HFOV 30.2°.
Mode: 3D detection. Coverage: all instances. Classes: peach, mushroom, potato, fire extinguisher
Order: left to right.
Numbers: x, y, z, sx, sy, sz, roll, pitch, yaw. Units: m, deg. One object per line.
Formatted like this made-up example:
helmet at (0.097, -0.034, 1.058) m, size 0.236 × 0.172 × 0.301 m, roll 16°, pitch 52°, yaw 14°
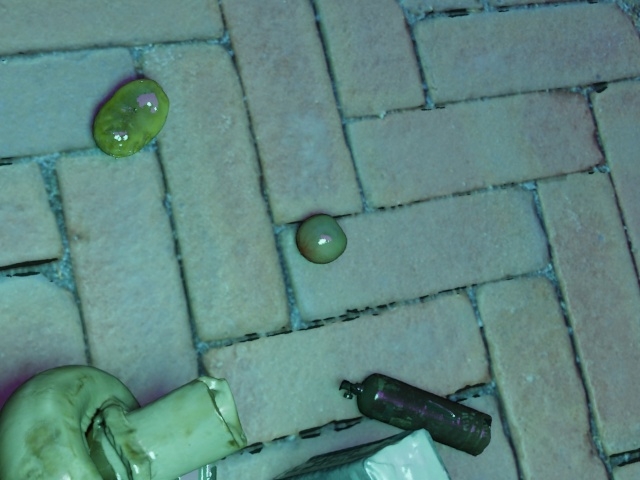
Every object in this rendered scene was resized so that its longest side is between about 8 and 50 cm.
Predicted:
mushroom at (-0.247, 0.268, 1.481) m, size 0.290 × 0.292 × 0.292 m, roll -29°, pitch 88°, yaw 13°
potato at (-0.290, -0.184, 1.811) m, size 0.091 × 0.070 × 0.138 m, roll 40°, pitch 65°, yaw -1°
peach at (0.000, -0.001, 1.870) m, size 0.083 × 0.083 × 0.083 m, roll 5°, pitch 76°, yaw -19°
fire extinguisher at (0.143, 0.264, 1.851) m, size 0.268 × 0.089 × 0.072 m, roll 22°, pitch 91°, yaw -14°

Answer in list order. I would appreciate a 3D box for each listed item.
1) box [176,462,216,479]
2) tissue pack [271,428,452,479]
box at (-0.240, 0.347, 1.689) m, size 0.172 × 0.093 × 0.124 m, roll 6°, pitch 76°, yaw -18°
tissue pack at (0.083, 0.425, 1.624) m, size 0.124 × 0.394 × 0.288 m, roll -22°, pitch 84°, yaw -25°
